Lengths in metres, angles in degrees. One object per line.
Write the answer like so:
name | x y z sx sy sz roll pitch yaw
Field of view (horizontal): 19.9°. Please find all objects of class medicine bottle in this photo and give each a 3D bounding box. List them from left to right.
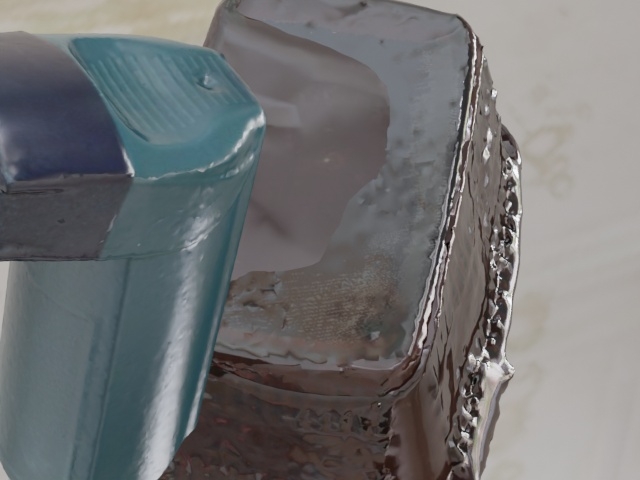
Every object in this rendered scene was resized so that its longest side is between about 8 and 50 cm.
medicine bottle | -0.092 0.026 0.685 0.124 0.079 0.258 -22 -35 -29

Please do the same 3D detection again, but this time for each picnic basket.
picnic basket | 0.000 0.000 0.945 0.222 0.297 0.129 10 -33 4
